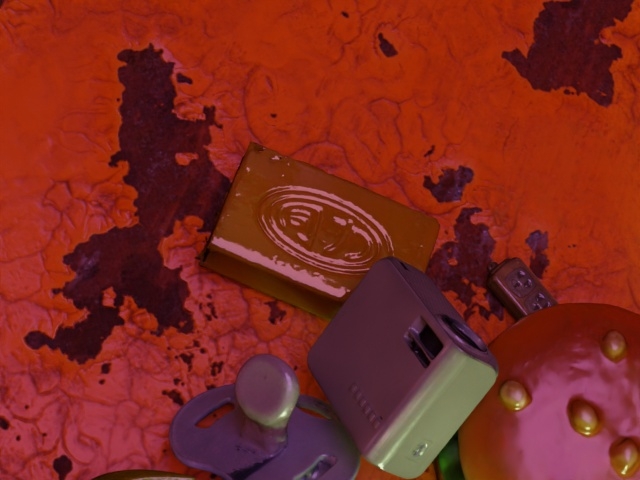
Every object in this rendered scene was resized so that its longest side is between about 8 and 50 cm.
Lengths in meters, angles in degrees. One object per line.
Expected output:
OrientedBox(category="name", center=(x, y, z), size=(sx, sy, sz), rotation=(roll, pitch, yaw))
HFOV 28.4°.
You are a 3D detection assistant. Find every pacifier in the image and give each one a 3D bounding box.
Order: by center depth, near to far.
OrientedBox(category="pacifier", center=(-0.068, 0.235, 1.701), size=(0.279, 0.207, 0.227), rotation=(24, 43, 32))

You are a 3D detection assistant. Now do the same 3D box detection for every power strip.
OrientedBox(category="power strip", center=(0.367, 0.146, 1.947), size=(0.064, 0.044, 0.305), rotation=(-37, 83, -24))

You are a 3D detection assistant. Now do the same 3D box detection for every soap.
OrientedBox(category="soap", center=(-0.001, 0.000, 1.880), size=(0.324, 0.096, 0.204), rotation=(22, 67, -5))

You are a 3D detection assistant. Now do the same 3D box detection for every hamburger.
OrientedBox(category="hamburger", center=(0.344, 0.287, 1.740), size=(0.395, 0.277, 0.396), rotation=(2, 75, -6))

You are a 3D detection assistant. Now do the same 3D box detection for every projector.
OrientedBox(category="projector", center=(0.109, 0.165, 1.702), size=(0.108, 0.250, 0.198), rotation=(26, 106, -34))

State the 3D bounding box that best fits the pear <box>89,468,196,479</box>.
OrientedBox(category="pear", center=(-0.224, 0.433, 1.627), size=(0.282, 0.176, 0.286), rotation=(40, 64, 5))
